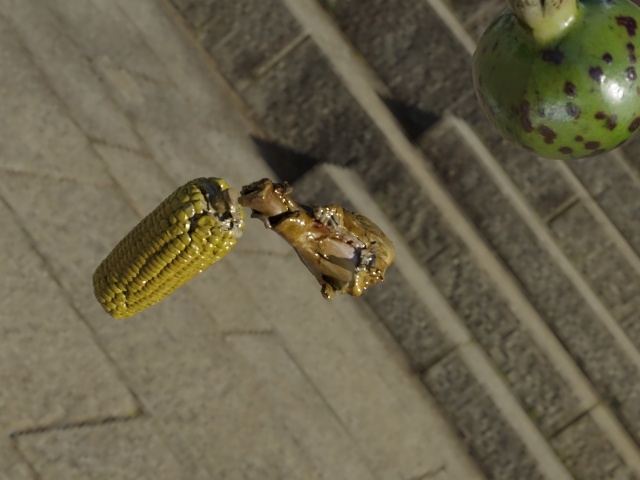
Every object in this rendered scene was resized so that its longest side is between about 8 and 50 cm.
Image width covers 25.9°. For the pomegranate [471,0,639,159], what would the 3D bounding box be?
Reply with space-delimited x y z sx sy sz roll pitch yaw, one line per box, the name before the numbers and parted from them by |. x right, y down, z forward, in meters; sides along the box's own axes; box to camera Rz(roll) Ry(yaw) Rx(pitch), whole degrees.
pomegranate | 0.319 -0.241 1.743 0.242 0.242 0.306 59 -21 30

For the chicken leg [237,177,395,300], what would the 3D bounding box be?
chicken leg | -0.002 -0.002 1.396 0.207 0.085 0.101 31 32 -44

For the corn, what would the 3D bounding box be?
corn | -0.216 0.014 1.957 0.119 0.322 0.119 28 41 -28
